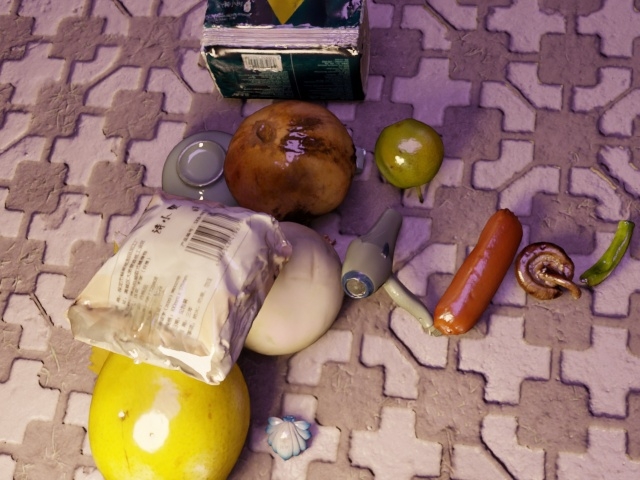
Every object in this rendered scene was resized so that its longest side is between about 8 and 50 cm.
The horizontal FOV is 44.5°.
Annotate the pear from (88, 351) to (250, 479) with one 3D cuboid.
[{"bbox_3d":[-0.331,0.379,1.712,0.362,0.362,0.418,5,107,10],"label":"pear"}]

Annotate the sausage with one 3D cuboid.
[{"bbox_3d":[0.384,0.075,1.855,0.097,0.094,0.348,39,78,-26],"label":"sausage"}]

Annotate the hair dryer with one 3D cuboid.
[{"bbox_3d":[0.181,0.056,1.886,0.119,0.298,0.296,-34,36,39],"label":"hair dryer"}]

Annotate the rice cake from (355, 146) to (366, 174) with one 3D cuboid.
[{"bbox_3d":[0.017,-0.211,2.038,0.206,0.063,0.069,2,76,11],"label":"rice cake"}]

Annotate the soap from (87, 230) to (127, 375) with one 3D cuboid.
[{"bbox_3d":[-0.464,0.185,1.836,0.169,0.304,0.338,18,73,18],"label":"soap"}]

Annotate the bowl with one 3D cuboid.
[{"bbox_3d":[-0.291,-0.174,2.027,0.289,0.146,0.289,-3,69,7],"label":"bowl"}]

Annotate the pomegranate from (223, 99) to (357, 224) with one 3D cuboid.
[{"bbox_3d":[-0.072,-0.185,1.882,0.322,0.322,0.322,-3,70,8],"label":"pomegranate"}]

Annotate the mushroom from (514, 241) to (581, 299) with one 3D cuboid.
[{"bbox_3d":[0.540,0.081,1.844,0.170,0.080,0.135,40,92,19],"label":"mushroom"}]

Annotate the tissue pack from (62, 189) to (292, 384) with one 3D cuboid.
[{"bbox_3d":[-0.280,0.080,1.591,0.390,0.195,0.375,16,59,23],"label":"tissue pack"}]

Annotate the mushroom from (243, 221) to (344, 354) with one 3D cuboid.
[{"bbox_3d":[-0.122,0.101,1.818,0.356,0.315,0.315,20,74,3],"label":"mushroom"}]

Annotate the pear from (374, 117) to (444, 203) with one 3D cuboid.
[{"bbox_3d":[0.226,-0.194,1.949,0.166,0.180,0.216,-18,96,-31],"label":"pear"}]

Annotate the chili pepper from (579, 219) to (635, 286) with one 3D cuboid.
[{"bbox_3d":[0.685,0.037,1.853,0.052,0.050,0.201,30,74,34],"label":"chili pepper"}]

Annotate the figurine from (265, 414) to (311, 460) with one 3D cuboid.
[{"bbox_3d":[-0.075,0.460,1.806,0.114,0.079,0.114,0,106,1],"label":"figurine"}]

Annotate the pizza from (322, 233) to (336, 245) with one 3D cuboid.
[{"bbox_3d":[0.000,0.000,1.989,0.083,0.016,0.037,6,72,15],"label":"pizza"}]

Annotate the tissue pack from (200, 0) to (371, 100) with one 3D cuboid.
[{"bbox_3d":[-0.077,-0.522,2.059,0.416,0.264,0.253,3,70,10],"label":"tissue pack"}]
